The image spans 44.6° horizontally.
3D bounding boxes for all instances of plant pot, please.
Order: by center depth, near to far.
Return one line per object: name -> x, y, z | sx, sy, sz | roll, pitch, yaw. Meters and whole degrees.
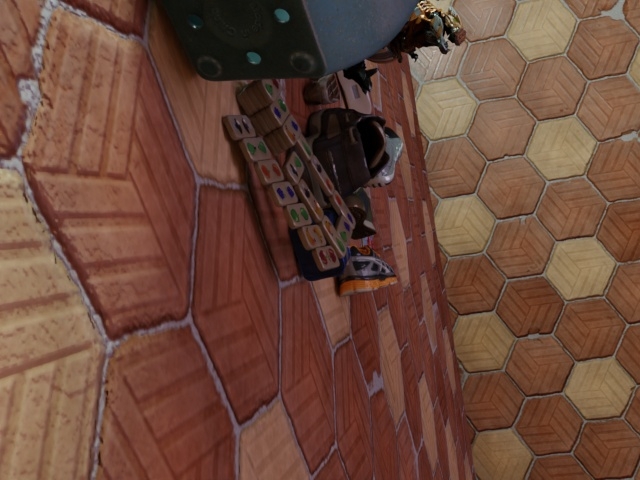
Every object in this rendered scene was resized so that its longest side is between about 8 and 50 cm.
plant pot -> -0.040, -0.295, 0.781 | 0.248, 0.247, 0.252 | 66, 34, -47

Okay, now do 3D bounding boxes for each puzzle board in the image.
puzzle board -> 0.100, 0.002, 1.636 | 0.096, 0.011, 0.128 | 47, 35, -67

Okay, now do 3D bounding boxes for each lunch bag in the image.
lunch bag -> 0.000, 0.000, 1.097 | 0.065, 0.067, 0.099 | -62, 140, -69

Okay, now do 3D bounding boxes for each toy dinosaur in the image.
toy dinosaur -> 0.114, -0.407, 1.455 | 0.164, 0.218, 0.322 | 49, -11, -36

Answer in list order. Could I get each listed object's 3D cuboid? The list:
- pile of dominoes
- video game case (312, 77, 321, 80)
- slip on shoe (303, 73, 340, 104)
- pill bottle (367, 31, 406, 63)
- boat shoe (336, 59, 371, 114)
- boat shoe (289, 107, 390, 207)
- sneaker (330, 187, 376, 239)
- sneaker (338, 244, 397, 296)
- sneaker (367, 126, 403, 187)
pile of dominoes -> -0.019, -0.088, 0.983 | 0.251, 0.040, 0.196 | 57, 22, -18
video game case -> -0.038, -0.402, 1.304 | 0.212, 0.023, 0.194 | 49, 34, -65
slip on shoe -> 0.004, -0.255, 1.339 | 0.135, 0.041, 0.052 | -63, 141, -68
pill bottle -> 0.122, -0.499, 1.737 | 0.278, 0.162, 0.162 | -4, 85, -77
boat shoe -> 0.070, -0.344, 1.640 | 0.063, 0.066, 0.184 | -105, 174, -51
boat shoe -> 0.049, -0.139, 1.255 | 0.355, 0.130, 0.132 | -69, 147, -65
sneaker -> 0.051, -0.065, 1.380 | 0.192, 0.064, 0.086 | 43, 32, -69
sneaker -> 0.081, 0.047, 1.379 | 0.215, 0.084, 0.083 | -1, 77, -76
sneaker -> 0.131, -0.231, 1.769 | 0.229, 0.086, 0.132 | -80, 154, -52
